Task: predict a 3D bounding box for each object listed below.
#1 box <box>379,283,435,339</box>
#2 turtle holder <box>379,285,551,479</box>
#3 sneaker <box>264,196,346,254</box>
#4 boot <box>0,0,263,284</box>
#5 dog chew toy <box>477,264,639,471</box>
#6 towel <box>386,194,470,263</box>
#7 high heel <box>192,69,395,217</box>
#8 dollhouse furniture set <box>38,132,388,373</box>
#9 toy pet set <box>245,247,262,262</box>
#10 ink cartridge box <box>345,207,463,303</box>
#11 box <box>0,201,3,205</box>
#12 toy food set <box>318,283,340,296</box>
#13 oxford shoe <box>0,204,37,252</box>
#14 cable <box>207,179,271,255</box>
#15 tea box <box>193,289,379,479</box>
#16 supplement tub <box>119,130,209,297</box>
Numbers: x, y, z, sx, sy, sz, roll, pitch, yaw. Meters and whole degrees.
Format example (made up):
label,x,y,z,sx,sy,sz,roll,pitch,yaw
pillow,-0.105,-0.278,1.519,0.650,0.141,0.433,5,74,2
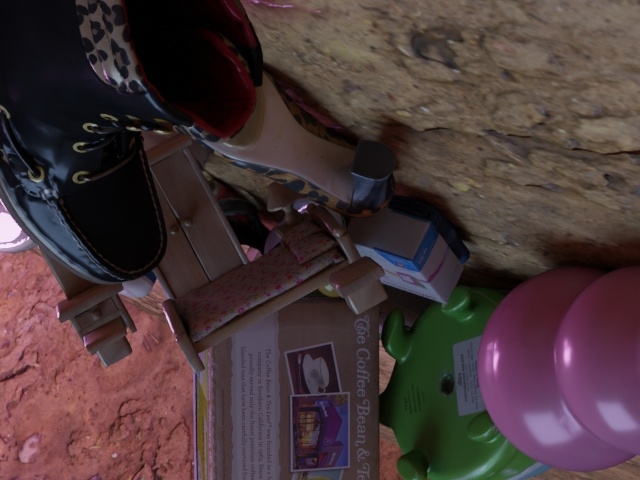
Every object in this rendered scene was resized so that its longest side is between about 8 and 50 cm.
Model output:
label,x,y,z,sx,sy,sz,roll,pitch,yaw
box,0.143,0.117,1.671,0.232,0.058,0.322,27,166,-9
turtle holder,0.204,0.204,1.407,0.227,0.320,0.243,9,-141,-31
sneaker,0.000,0.000,1.442,0.091,0.094,0.258,3,173,-16
boot,-0.172,-0.110,0.969,0.284,0.138,0.377,7,126,43
dog chew toy,0.297,0.114,1.076,0.206,0.207,0.332,30,158,-19
towel,0.120,-0.013,1.249,0.067,0.029,0.119,19,165,33
high heel,-0.050,-0.095,1.115,0.261,0.093,0.186,24,172,4
dollhouse furniture set,-0.140,0.015,1.155,0.174,0.303,0.355,63,172,-16
toy pet set,-0.116,0.050,1.863,0.122,0.065,0.114,32,166,-28
ink cartridge box,0.090,0.014,1.224,0.088,0.052,0.122,18,166,31
box,-0.334,-0.060,1.706,0.311,0.121,0.148,17,164,32
toy food set,0.058,0.035,1.375,0.192,0.132,0.038,103,145,-79
oxford shoe,-0.595,-0.089,2.008,0.449,0.169,0.130,19,165,46
cable,-0.096,-0.027,1.611,0.139,0.072,0.287,-11,158,41
tea box,-0.056,0.218,1.543,0.220,0.329,0.323,-1,-175,-11
supplement tub,-0.235,-0.044,1.402,0.144,0.200,0.144,24,167,6
